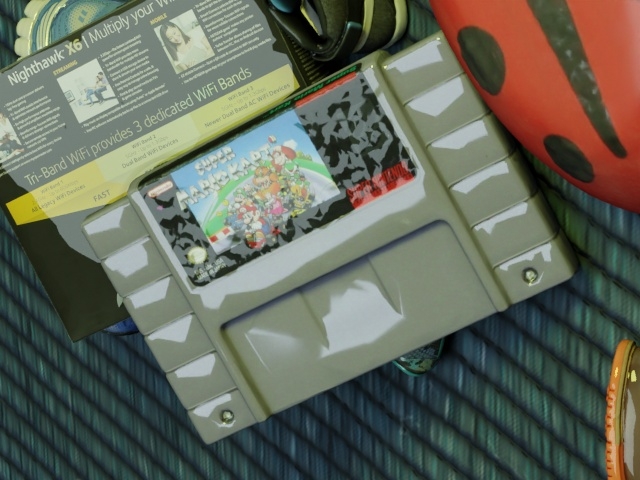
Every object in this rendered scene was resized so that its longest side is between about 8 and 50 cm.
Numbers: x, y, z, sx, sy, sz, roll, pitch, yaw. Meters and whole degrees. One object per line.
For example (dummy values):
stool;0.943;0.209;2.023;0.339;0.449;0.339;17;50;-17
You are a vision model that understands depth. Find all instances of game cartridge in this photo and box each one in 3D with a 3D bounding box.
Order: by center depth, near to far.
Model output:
game cartridge;0.000;0.000;1.448;0.355;0.068;0.230;-27;103;21

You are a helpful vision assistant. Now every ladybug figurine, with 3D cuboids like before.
ladybug figurine;0.191;-0.207;1.256;0.305;0.162;0.449;-31;83;42

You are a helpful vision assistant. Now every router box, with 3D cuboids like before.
router box;-0.133;-0.083;1.533;0.309;0.081;0.243;-24;98;20

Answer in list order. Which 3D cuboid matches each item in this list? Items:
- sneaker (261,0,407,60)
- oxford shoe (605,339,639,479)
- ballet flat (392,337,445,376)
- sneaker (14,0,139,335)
sneaker;-0.010;-0.250;1.441;0.079;0.121;0.216;-24;88;41
oxford shoe;0.282;0.202;1.375;0.098;0.097;0.271;-9;103;22
ballet flat;0.035;0.040;1.541;0.188;0.070;0.070;35;124;19
sneaker;-0.193;-0.069;1.653;0.147;0.130;0.330;5;107;42
